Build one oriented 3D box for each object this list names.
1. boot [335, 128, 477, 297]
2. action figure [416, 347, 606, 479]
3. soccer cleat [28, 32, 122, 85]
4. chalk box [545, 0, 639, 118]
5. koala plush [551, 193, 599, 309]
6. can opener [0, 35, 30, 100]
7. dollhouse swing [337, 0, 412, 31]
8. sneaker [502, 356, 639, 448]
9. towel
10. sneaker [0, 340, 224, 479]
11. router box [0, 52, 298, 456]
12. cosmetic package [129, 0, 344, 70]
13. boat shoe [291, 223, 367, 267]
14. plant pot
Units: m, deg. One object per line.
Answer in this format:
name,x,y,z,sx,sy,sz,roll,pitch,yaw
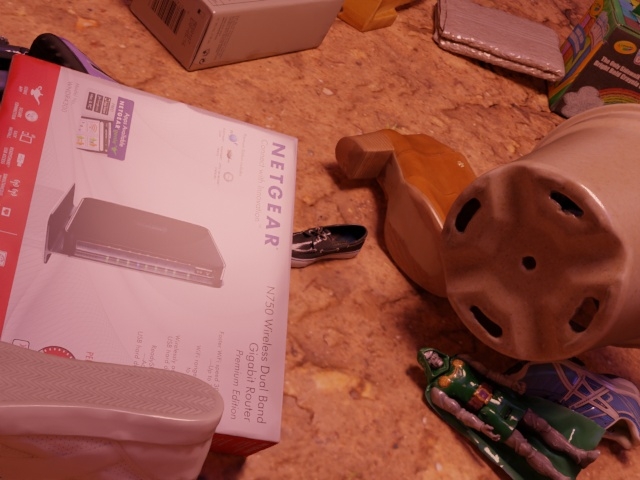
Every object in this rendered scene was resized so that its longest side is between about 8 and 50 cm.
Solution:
boot,0.169,-0.055,1.180,0.211,0.104,0.295,-7,53,-42
action figure,0.207,0.201,0.962,0.232,0.063,0.137,35,62,11
soccer cleat,-0.224,-0.121,0.976,0.318,0.109,0.116,48,41,11
chalk box,0.615,-0.380,1.676,0.180,0.289,0.179,24,40,-12
koala plush,0.414,0.002,1.239,0.196,0.203,0.221,-13,69,-42
can opener,-0.429,-0.215,0.967,0.186,0.059,0.073,7,46,-30
dollhouse swing,0.130,-0.625,1.550,0.315,0.347,0.305,32,39,-1
sneaker,0.321,0.202,1.032,0.211,0.080,0.081,15,43,-16
towel,0.370,-0.419,1.717,0.282,0.049,0.187,17,42,-5
sneaker,-0.234,0.170,0.616,0.292,0.169,0.108,13,18,-14
router box,-0.180,0.017,0.797,0.301,0.082,0.336,14,62,-23
cosmetic package,-0.124,-0.378,1.306,0.160,0.113,0.309,48,40,17
boat shoe,0.000,0.000,1.053,0.142,0.040,0.049,-7,53,-39
plant pot,0.316,0.004,1.007,0.305,0.334,0.334,-13,57,-50
